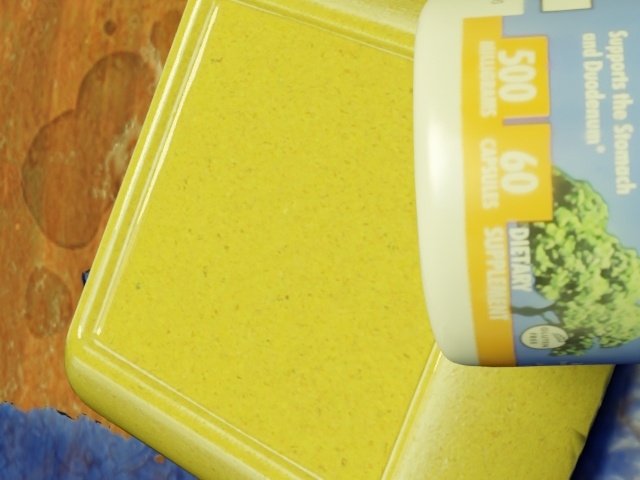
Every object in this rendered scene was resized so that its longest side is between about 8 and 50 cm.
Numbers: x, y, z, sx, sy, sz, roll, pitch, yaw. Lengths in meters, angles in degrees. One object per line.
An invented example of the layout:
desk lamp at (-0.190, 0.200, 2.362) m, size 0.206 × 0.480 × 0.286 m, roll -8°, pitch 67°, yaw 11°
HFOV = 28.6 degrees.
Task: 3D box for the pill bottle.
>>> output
pill bottle at (0.178, -0.030, 0.477) m, size 0.272 × 0.152 × 0.152 m, roll -3°, pitch 87°, yaw 11°

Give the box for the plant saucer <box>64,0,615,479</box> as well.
plant saucer at (0.000, 0.000, 0.676) m, size 0.333 × 0.081 × 0.332 m, roll 24°, pitch 97°, yaw 35°
